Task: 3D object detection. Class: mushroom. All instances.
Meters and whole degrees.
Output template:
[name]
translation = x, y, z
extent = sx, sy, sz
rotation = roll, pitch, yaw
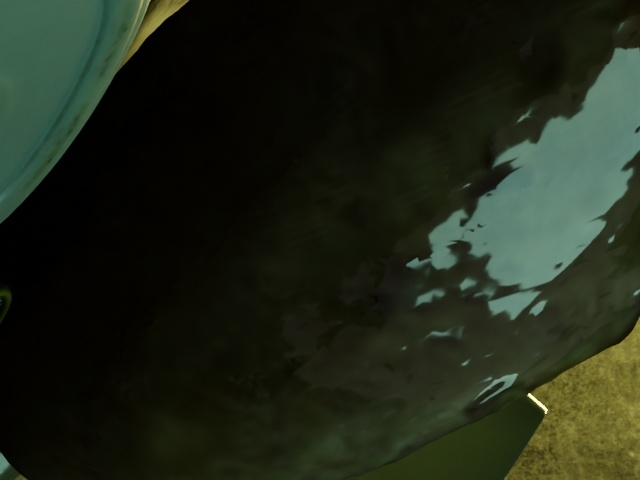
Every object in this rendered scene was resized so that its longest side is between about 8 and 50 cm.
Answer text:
[mushroom]
translation = -0.017, -0.016, 0.891
extent = 0.397, 0.224, 0.313
rotation = -27, 149, -14

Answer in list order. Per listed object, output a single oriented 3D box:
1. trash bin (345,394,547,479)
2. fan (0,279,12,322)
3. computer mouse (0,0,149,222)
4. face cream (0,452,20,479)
[trash bin]
translation = -0.031, 0.100, 1.182
extent = 0.223, 0.343, 0.158
rotation = -48, 173, -38
[fan]
translation = -0.207, 0.047, 0.808
extent = 0.082, 0.039, 0.155
rotation = -51, 176, 9
[computer mouse]
translation = -0.144, -0.032, 0.301
extent = 0.288, 0.097, 0.159
rotation = -29, 162, -51
[face cream]
translation = -0.124, 0.022, 1.047
extent = 0.341, 0.137, 0.084
rotation = -45, 173, -13
